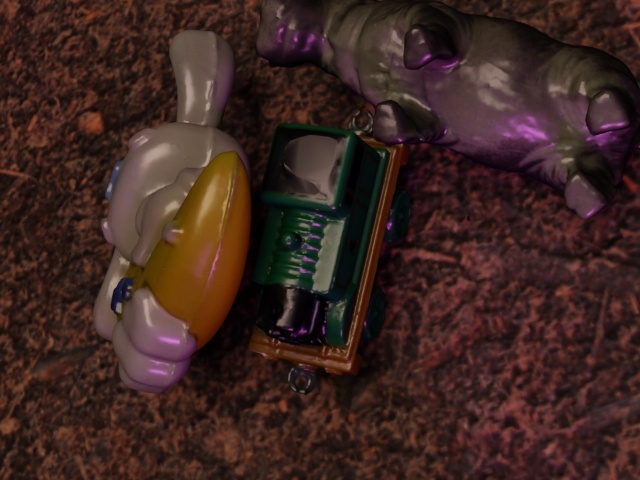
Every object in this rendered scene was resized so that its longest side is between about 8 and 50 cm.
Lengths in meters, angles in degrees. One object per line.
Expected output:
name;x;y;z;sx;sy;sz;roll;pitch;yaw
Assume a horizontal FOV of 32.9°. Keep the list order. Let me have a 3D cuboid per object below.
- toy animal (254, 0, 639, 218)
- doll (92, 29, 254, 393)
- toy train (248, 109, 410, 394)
toy animal;0.077;-0.128;0.802;0.343;0.168;0.106;27;112;25
doll;-0.114;-0.017;0.842;0.237;0.111;0.252;-111;37;-61
toy train;0.000;0.000;0.817;0.091;0.136;0.227;10;78;24
